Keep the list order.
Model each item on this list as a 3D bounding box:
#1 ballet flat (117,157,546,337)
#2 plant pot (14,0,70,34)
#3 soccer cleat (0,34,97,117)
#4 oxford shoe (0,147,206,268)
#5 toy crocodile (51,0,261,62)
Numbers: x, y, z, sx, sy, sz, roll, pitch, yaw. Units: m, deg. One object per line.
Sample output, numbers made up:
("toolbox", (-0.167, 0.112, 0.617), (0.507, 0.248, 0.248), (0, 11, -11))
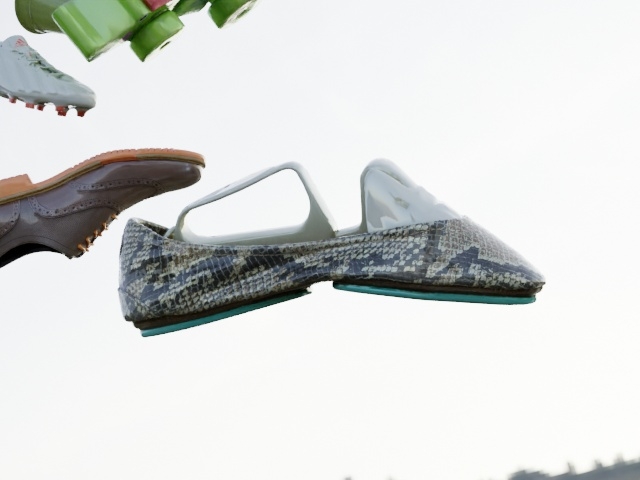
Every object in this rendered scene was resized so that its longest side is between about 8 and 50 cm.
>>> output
("ballet flat", (0.000, 0.000, 1.571), (0.482, 0.182, 0.164), (-5, 2, 12))
("plant pot", (-0.294, -0.267, 1.632), (0.079, 0.083, 0.083), (26, 4, 35))
("soccer cleat", (-0.320, -0.183, 1.543), (0.196, 0.076, 0.068), (15, 3, 31))
("oxford shoe", (-0.332, -0.043, 2.055), (0.363, 0.133, 0.130), (-15, -12, 4))
("toy crocodile", (-0.157, -0.288, 1.576), (0.340, 0.115, 0.105), (-33, -5, -43))
